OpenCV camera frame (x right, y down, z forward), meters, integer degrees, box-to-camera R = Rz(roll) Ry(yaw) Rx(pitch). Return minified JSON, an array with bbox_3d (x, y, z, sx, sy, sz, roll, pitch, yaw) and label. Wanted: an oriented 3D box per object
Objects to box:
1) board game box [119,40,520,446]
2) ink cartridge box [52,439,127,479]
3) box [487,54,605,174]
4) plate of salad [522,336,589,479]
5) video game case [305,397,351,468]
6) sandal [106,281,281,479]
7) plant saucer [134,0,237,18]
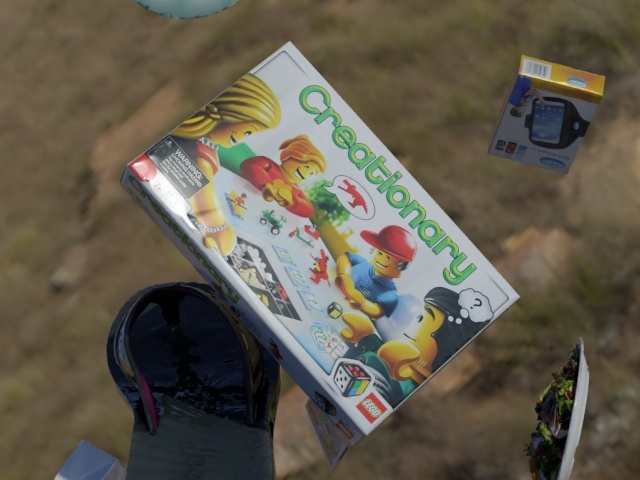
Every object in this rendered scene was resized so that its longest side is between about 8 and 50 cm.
[{"bbox_3d":[0.000,0.000,1.567,0.193,0.305,0.053,-40,-5,-23],"label":"board game box"},{"bbox_3d":[-0.226,0.323,2.016,0.067,0.198,0.115,21,68,41],"label":"ink cartridge box"},{"bbox_3d":[0.209,-0.111,1.712,0.136,0.081,0.028,105,179,-51],"label":"box"},{"bbox_3d":[0.253,0.200,1.979,0.200,0.048,0.199,12,-90,-86],"label":"plate of salad"},{"bbox_3d":[0.011,0.215,2.171,0.011,0.087,0.122,-18,-19,-18],"label":"video game case"},{"bbox_3d":[-0.115,0.125,1.684,0.168,0.107,0.446,-13,27,-4],"label":"sandal"},{"bbox_3d":[-0.170,-0.373,2.279,0.195,0.195,0.037,-48,-8,-19],"label":"plant saucer"}]
